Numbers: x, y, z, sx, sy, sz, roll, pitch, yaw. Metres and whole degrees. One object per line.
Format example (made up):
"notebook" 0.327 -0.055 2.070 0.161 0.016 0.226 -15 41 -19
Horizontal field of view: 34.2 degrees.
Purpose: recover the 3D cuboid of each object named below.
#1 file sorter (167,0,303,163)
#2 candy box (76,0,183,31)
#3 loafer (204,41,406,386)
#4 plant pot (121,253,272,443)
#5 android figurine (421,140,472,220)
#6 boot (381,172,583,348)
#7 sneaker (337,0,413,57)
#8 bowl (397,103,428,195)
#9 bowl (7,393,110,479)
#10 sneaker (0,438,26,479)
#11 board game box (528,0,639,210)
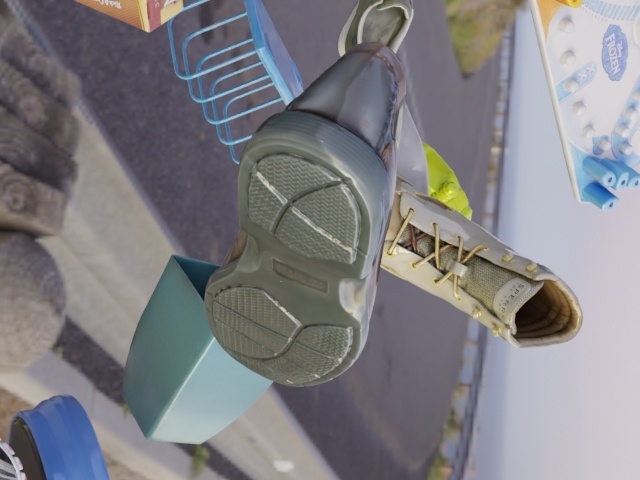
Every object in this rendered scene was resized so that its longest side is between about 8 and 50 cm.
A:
"file sorter" -0.088 -0.183 1.170 0.170 0.104 0.118 59 13 -53
"candy box" -0.205 -0.262 0.884 0.053 0.187 0.109 -45 153 -37
"loafer" 0.000 0.000 0.565 0.084 0.096 0.267 -60 175 -29
"plant pot" -0.175 0.174 1.506 0.165 0.165 0.234 15 115 -43
"android figurine" 0.093 -0.050 1.340 0.056 0.248 0.273 -41 -178 -25
"boot" 0.099 0.014 0.826 0.213 0.165 0.077 22 101 -40
"sneaker" 0.076 -0.261 1.077 0.086 0.064 0.192 -122 -133 -59
"bowl" 0.065 -0.057 0.995 0.142 0.053 0.142 -104 -172 -52
"bowl" -0.351 0.406 1.405 0.391 0.077 0.391 24 -63 60
"sneaker" -0.367 0.292 1.151 0.075 0.063 0.170 -27 101 -55
"board game box" 0.428 -0.267 1.191 0.050 0.390 0.390 46 -12 45
